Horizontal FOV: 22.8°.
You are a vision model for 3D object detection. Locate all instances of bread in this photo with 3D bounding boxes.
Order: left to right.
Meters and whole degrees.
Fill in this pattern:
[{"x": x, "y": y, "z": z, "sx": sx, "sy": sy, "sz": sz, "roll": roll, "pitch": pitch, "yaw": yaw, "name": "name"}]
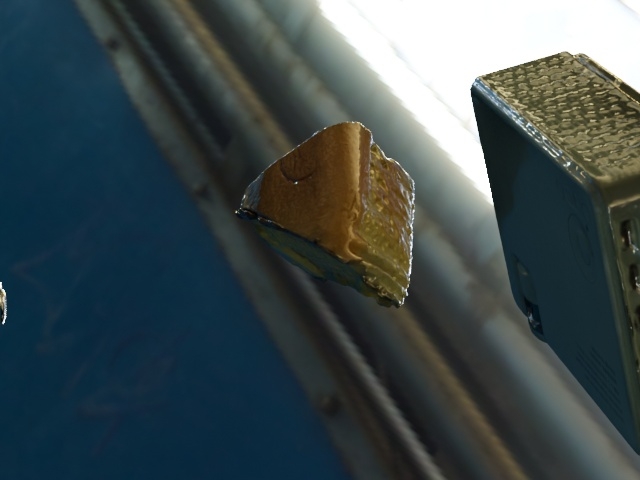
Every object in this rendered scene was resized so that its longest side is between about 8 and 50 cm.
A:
[{"x": 0.000, "y": 0.000, "z": 1.556, "sx": 0.140, "sy": 0.160, "sz": 0.169, "roll": 41, "pitch": -141, "yaw": -36, "name": "bread"}]

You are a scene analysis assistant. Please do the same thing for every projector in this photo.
[{"x": 0.191, "y": -0.001, "z": 1.026, "sx": 0.099, "sy": 0.192, "sz": 0.257, "roll": -16, "pitch": -158, "yaw": -6, "name": "projector"}]

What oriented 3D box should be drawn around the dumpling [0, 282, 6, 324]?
[{"x": -0.256, "y": 0.088, "z": 0.755, "sx": 0.142, "sy": 0.247, "sz": 0.172, "roll": 42, "pitch": -142, "yaw": -35, "name": "dumpling"}]
